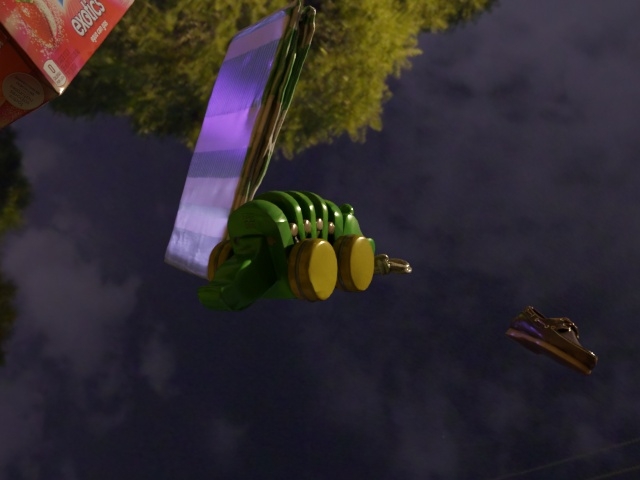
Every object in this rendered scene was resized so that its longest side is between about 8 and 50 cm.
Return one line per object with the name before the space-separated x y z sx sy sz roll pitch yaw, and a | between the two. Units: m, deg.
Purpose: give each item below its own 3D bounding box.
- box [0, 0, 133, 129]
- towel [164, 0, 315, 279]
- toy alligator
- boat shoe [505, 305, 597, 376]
box | -0.275 -0.197 0.651 0.128 0.123 0.257 -25 -150 17
towel | -0.106 -0.114 0.902 0.248 0.038 0.325 12 -94 64
toy alligator | 0.000 0.000 0.383 0.056 0.189 0.051 0 -87 30
boat shoe | 0.368 0.151 1.170 0.073 0.073 0.207 -51 -160 -4
